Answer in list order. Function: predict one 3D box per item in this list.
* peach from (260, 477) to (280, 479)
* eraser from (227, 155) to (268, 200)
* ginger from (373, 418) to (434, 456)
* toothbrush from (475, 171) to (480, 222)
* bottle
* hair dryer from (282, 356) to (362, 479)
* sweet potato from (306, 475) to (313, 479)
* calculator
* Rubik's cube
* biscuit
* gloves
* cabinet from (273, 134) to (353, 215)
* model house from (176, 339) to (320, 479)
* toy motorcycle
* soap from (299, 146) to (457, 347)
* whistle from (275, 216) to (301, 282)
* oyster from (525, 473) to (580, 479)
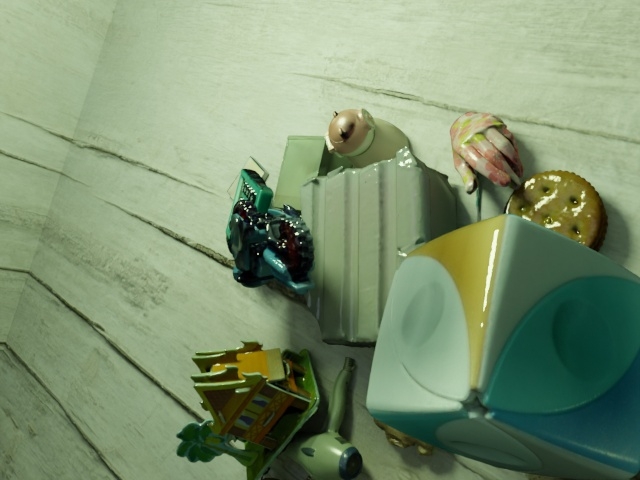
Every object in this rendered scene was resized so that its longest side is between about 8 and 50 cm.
[{"bbox_3d":[-0.142,0.698,1.472,0.138,0.138,0.138,-10,73,37],"label":"peach"},{"bbox_3d":[-0.238,-0.186,1.829,0.150,0.023,0.104,-54,53,16],"label":"eraser"},{"bbox_3d":[0.187,0.411,1.313,0.213,0.074,0.138,22,84,36],"label":"ginger"},{"bbox_3d":[0.370,-0.096,1.327,0.014,0.011,0.167,-4,77,44],"label":"toothbrush"},{"bbox_3d":[0.110,-0.256,1.427,0.147,0.236,0.148,-11,72,36],"label":"bottle"},{"bbox_3d":[-0.017,0.480,1.463,0.295,0.119,0.299,-27,48,36],"label":"hair dryer"},{"bbox_3d":[0.059,0.680,1.359,0.274,0.067,0.067,45,108,31],"label":"sweet potato"},{"bbox_3d":[-0.223,-0.071,1.684,0.274,0.058,0.249,-132,55,-61],"label":"calculator"},{"bbox_3d":[0.319,0.195,0.980,0.352,0.351,0.348,-30,38,60],"label":"Rubik's cube"},{"bbox_3d":[0.487,-0.037,1.183,0.220,0.066,0.221,-11,72,37],"label":"biscuit"},{"bbox_3d":[0.367,-0.200,1.260,0.145,0.126,0.241,-21,31,6],"label":"gloves"},{"bbox_3d":[-0.019,-0.172,1.571,0.150,0.145,0.206,10,86,39],"label":"cabinet"},{"bbox_3d":[-0.228,0.415,1.460,0.358,0.312,0.243,-53,21,17],"label":"model house"},{"bbox_3d":[-0.120,0.033,1.383,0.416,0.172,0.233,20,116,57],"label":"toy motorcycle"},{"bbox_3d":[0.144,0.042,1.344,0.350,0.212,0.436,-11,73,37],"label":"soap"},{"bbox_3d":[-0.076,0.043,1.540,0.274,0.093,0.186,46,102,5],"label":"whistle"},{"bbox_3d":[0.511,0.331,1.050,0.166,0.110,0.342,20,94,50],"label":"oyster"}]
